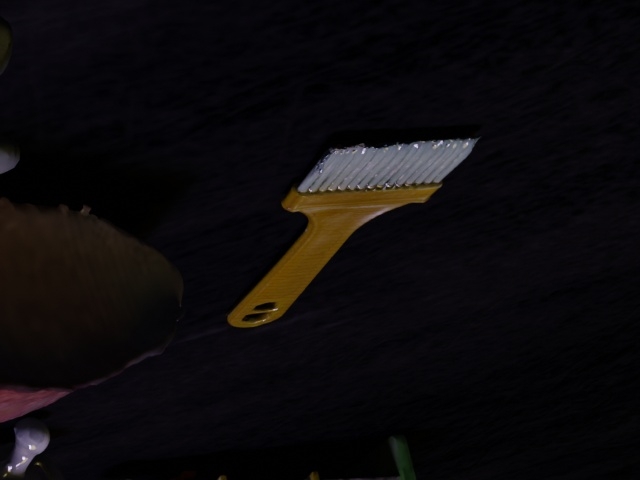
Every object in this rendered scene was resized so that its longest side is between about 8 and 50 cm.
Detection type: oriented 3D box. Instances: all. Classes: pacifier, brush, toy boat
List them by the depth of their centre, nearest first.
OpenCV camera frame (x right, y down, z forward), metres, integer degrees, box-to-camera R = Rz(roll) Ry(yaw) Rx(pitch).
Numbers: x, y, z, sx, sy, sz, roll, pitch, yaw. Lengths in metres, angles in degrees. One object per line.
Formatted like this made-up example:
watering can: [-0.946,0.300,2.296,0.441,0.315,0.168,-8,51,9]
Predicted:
toy boat: [-0.207,0.053,0.742,0.282,0.096,0.206,-20,174,37]
brush: [0.000,0.000,0.822,0.082,0.010,0.218,-4,157,-26]
pacifier: [-0.185,0.139,0.980,0.083,0.068,0.064,9,122,-43]

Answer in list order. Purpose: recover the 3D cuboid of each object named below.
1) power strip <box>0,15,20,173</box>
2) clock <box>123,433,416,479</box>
power strip: [-0.199,-0.015,0.482,0.224,0.139,0.140,-21,157,16]
clock: [-0.080,0.237,1.232,0.255,0.106,0.220,3,151,-27]
